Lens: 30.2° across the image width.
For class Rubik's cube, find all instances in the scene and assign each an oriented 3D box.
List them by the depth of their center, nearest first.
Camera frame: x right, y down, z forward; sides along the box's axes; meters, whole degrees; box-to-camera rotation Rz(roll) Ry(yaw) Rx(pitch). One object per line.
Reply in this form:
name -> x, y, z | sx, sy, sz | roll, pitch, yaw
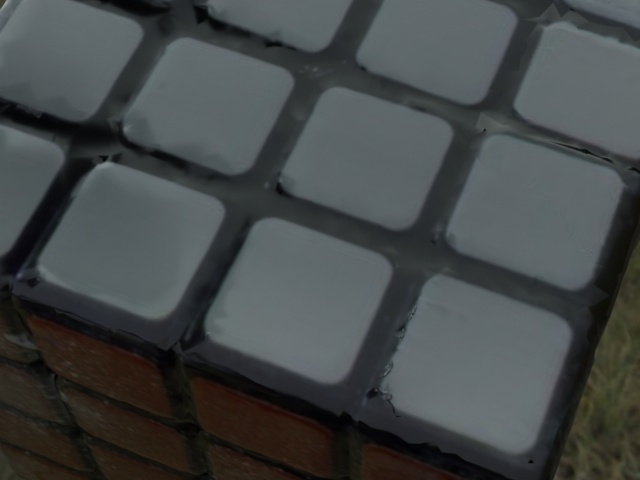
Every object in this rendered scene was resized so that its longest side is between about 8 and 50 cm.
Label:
Rubik's cube -> 0.000, 0.000, 0.708 | 0.344, 0.344, 0.337 | 20, 61, 9
